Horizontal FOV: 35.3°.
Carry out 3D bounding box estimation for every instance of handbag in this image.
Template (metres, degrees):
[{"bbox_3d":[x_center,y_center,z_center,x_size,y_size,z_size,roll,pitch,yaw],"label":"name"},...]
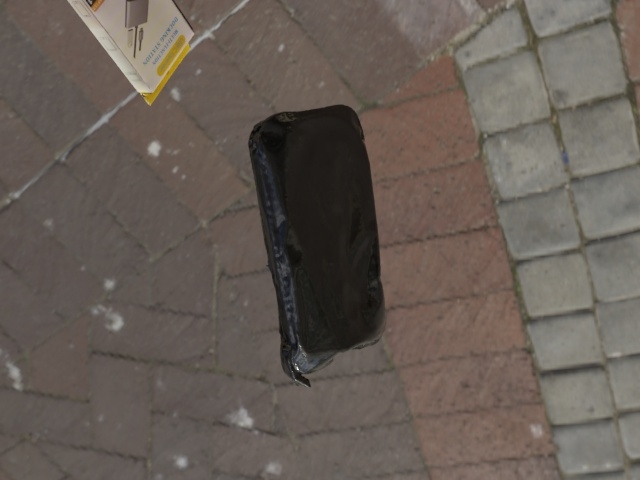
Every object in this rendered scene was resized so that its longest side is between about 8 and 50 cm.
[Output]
[{"bbox_3d":[0.001,0.003,1.243,0.075,0.192,0.332,0,101,40],"label":"handbag"}]

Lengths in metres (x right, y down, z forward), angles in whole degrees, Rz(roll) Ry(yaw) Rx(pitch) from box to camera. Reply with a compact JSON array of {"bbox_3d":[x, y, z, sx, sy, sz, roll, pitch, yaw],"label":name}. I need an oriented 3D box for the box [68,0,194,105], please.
[{"bbox_3d":[-0.258,-0.314,1.368,0.033,0.129,0.247,7,147,36],"label":"box"}]
